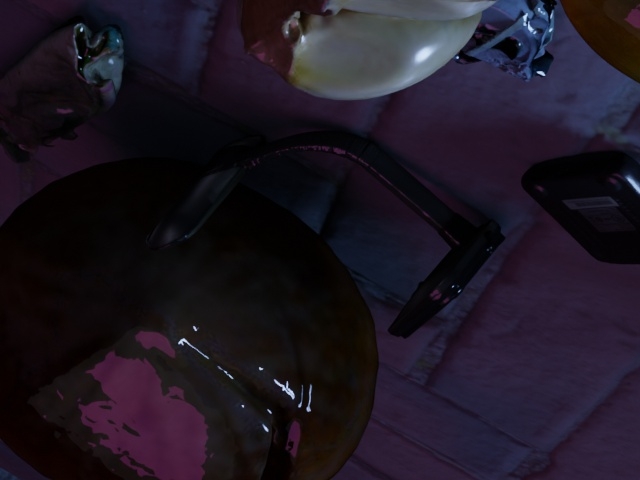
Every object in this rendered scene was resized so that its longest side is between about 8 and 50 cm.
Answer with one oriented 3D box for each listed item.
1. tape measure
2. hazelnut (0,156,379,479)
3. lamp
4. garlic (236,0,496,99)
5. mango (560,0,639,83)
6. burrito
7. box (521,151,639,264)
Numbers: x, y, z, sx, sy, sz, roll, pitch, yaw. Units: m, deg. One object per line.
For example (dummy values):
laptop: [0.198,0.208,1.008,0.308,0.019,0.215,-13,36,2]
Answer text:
tape measure: [0.129,-0.165,1.386,0.091,0.054,0.094,17,155,16]
hazelnut: [-0.147,0.108,1.831,0.409,0.359,0.359,27,155,13]
lamp: [0.000,-0.006,1.679,0.283,0.203,0.124,31,137,9]
garlic: [0.049,-0.207,1.256,0.203,0.185,0.281,-7,159,-22]
mango: [0.273,-0.142,1.199,0.253,0.113,0.138,17,149,13]
burrito: [-0.263,-0.148,1.854,0.096,0.066,0.309,38,152,-15]
box: [0.243,-0.022,1.560,0.125,0.027,0.126,43,154,-25]
